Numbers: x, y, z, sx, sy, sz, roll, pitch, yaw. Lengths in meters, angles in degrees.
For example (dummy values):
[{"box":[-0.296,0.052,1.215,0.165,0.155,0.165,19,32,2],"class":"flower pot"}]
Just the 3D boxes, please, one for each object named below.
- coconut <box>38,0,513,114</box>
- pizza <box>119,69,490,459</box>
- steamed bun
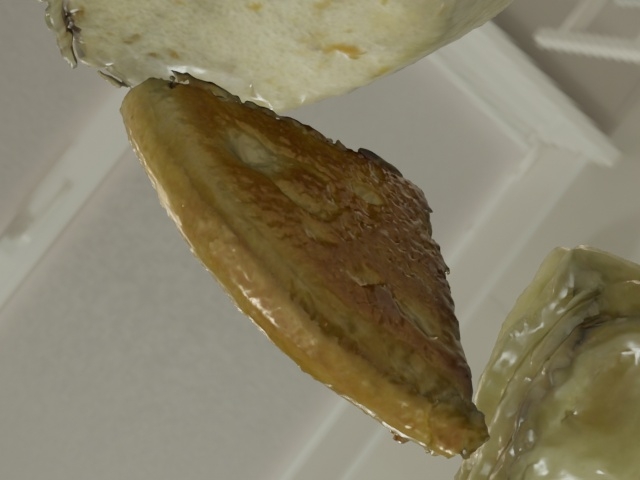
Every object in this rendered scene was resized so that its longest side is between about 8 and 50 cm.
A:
[{"box":[-0.026,-0.262,0.691,0.346,0.360,0.346,8,151,4],"class":"coconut"},{"box":[0.000,0.000,0.531,0.178,0.041,0.131,40,-152,0],"class":"pizza"},{"box":[0.193,0.196,1.008,0.247,0.428,0.189,12,-159,-6],"class":"steamed bun"}]
